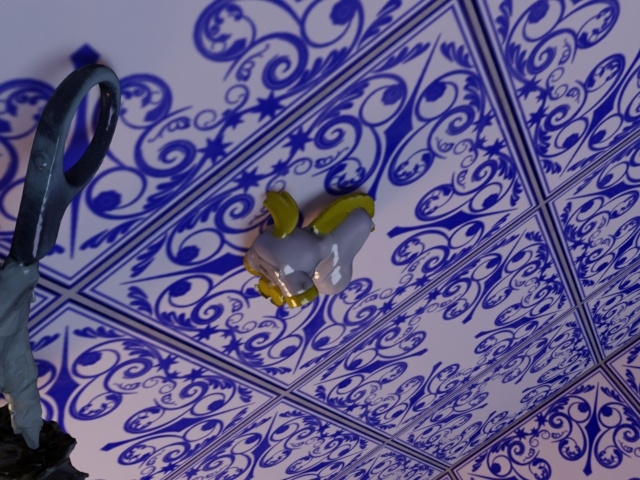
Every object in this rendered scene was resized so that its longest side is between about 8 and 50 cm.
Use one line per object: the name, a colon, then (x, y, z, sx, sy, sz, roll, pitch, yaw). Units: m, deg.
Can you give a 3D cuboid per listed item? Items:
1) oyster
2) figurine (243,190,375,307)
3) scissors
oyster: (-0.382, 0.243, 0.734, 0.268, 0.198, 0.112, 0, 100, 5)
figurine: (0.001, 0.007, 0.842, 0.178, 0.109, 0.129, -6, 116, -40)
scissors: (-0.249, 0.064, 0.567, 0.256, 0.029, 0.383, -49, 159, -60)
